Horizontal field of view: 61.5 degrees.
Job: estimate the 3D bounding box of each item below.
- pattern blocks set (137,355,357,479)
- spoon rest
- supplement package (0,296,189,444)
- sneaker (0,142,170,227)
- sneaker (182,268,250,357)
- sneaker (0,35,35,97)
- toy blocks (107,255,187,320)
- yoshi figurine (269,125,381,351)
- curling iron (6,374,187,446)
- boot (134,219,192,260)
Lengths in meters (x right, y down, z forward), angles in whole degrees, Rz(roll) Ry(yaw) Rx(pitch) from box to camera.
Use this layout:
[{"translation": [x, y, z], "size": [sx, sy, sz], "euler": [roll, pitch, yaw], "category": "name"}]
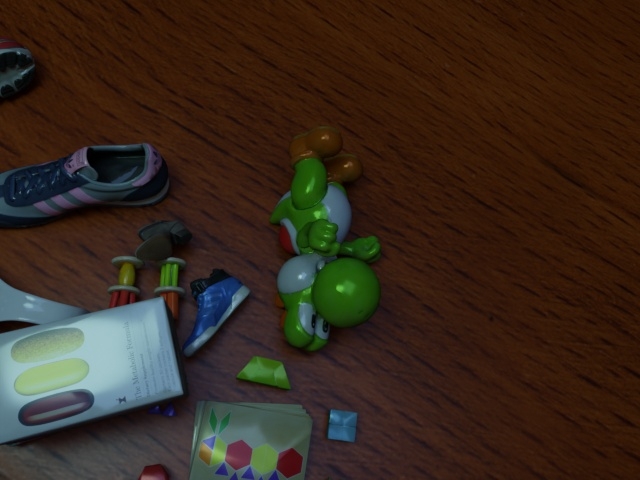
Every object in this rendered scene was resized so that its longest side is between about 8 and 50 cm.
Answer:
[{"translation": [-0.110, 0.321, 0.816], "size": [0.325, 0.026, 0.285], "euler": [20, 68, -5], "category": "pattern blocks set"}, {"translation": [-0.500, 0.096, 0.811], "size": [0.276, 0.084, 0.137], "euler": [12, 66, -7], "category": "spoon rest"}, {"translation": [-0.318, 0.180, 0.736], "size": [0.244, 0.134, 0.139], "euler": [-13, 76, -14], "category": "supplement package"}, {"translation": [-0.416, -0.107, 0.885], "size": [0.319, 0.131, 0.112], "euler": [-14, 71, -16], "category": "sneaker"}, {"translation": [-0.191, 0.111, 0.874], "size": [0.085, 0.058, 0.152], "euler": [39, 62, 0], "category": "sneaker"}, {"translation": [-0.652, -0.283, 0.949], "size": [0.279, 0.107, 0.118], "euler": [-27, 56, -23], "category": "sneaker"}, {"translation": [-0.280, 0.103, 0.865], "size": [0.123, 0.054, 0.148], "euler": [2, 67, -9], "category": "toy blocks"}, {"translation": [0.028, 0.000, 0.896], "size": [0.204, 0.203, 0.362], "euler": [9, 69, -14], "category": "yoshi figurine"}, {"translation": [-0.338, 0.242, 0.805], "size": [0.274, 0.035, 0.068], "euler": [-11, 70, -15], "category": "curling iron"}, {"translation": [-0.275, -0.003, 0.891], "size": [0.087, 0.042, 0.118], "euler": [16, 26, 36], "category": "boot"}]
